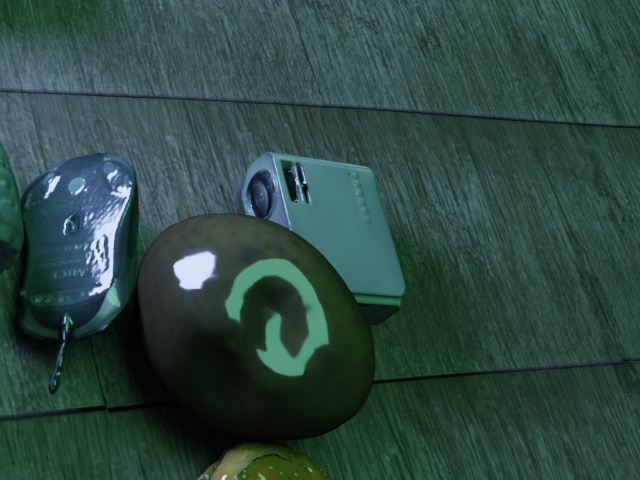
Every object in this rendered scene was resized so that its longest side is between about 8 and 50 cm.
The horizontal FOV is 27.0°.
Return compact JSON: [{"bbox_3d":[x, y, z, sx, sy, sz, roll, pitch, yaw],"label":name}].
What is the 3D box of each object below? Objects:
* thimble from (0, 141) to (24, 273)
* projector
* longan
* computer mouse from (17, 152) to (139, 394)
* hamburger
[{"bbox_3d":[-0.469,-0.033,1.619,0.205,0.250,0.172,-18,68,6],"label":"thimble"},{"bbox_3d":[0.000,0.000,2.004,0.198,0.108,0.250,6,59,-38],"label":"projector"},{"bbox_3d":[-0.088,0.116,1.752,0.350,0.288,0.288,39,45,4],"label":"longan"},{"bbox_3d":[-0.315,0.043,1.738,0.090,0.167,0.379,65,22,-51],"label":"computer mouse"},{"bbox_3d":[-0.073,0.362,1.717,0.214,0.108,0.213,20,54,-30],"label":"hamburger"}]
